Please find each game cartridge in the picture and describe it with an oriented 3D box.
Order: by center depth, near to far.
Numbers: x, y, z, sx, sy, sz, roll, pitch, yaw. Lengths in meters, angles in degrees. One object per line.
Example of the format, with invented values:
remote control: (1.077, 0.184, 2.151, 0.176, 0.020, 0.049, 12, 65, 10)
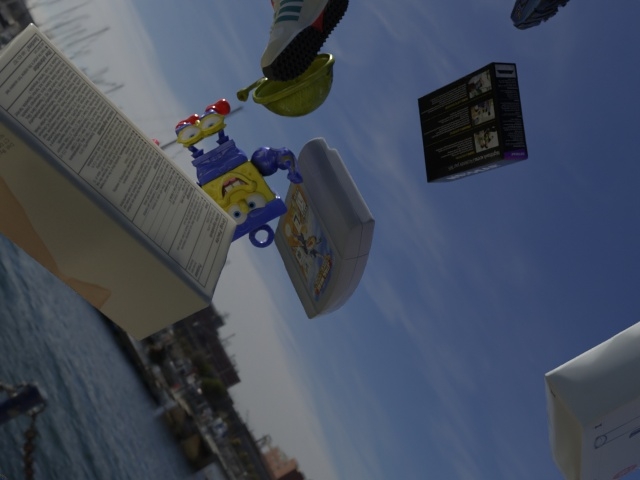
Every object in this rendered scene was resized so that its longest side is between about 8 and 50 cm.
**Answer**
game cartridge: (0.000, 0.000, 1.200, 0.297, 0.062, 0.198, 111, -38, -54)

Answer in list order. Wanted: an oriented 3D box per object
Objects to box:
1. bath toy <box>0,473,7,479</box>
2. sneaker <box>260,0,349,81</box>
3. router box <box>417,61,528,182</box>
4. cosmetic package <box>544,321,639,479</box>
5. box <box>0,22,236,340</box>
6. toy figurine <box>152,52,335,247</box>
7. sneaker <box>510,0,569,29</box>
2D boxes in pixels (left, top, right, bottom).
bath toy: (-0.427, 0.274, 0.671, 0.151, 0.129, 0.348, 39, -44, -25)
sneaker: (-0.034, -0.250, 0.849, 0.075, 0.161, 0.057, 25, -22, 23)
router box: (0.211, -0.162, 1.046, 0.179, 0.046, 0.133, -12, -97, 63)
cosmetic package: (0.488, 0.241, 1.105, 0.097, 0.285, 0.377, 63, 1, 37)
box: (-0.243, -0.051, 0.772, 0.311, 0.121, 0.148, 47, 32, -26)
toy figurine: (-0.108, -0.101, 1.087, 0.217, 0.363, 0.191, 62, -4, -16)
sneaker: (0.279, -0.363, 0.881, 0.087, 0.083, 0.221, 36, -59, 31)
